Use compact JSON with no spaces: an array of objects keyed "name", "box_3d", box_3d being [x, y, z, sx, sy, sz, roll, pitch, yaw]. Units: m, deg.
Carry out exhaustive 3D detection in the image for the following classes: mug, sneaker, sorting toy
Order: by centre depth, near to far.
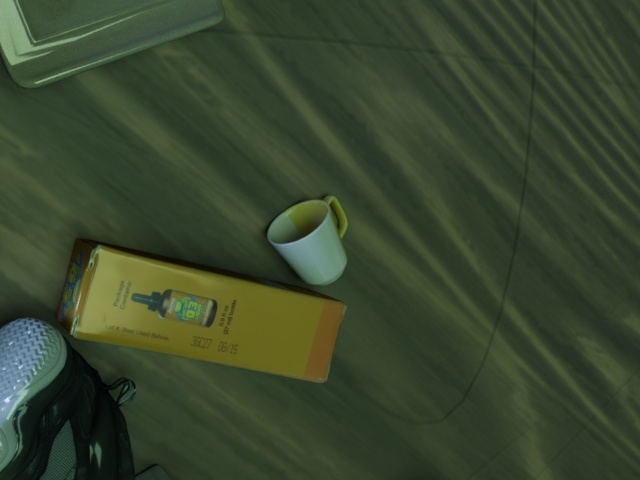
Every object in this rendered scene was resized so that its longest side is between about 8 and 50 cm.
[{"name":"sorting toy","box_3d":[-0.189,-0.234,0.751,0.347,0.047,0.196,-25,103,-22]},{"name":"sneaker","box_3d":[-0.235,0.205,0.752,0.153,0.101,0.269,40,70,-45]},{"name":"mug","box_3d":[0.000,0.002,0.880,0.078,0.062,0.064,-35,121,-9]}]

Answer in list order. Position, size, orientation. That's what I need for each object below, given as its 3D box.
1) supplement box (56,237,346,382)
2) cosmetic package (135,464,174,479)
[{"name":"supplement box","box_3d":[-0.100,0.060,0.833,0.233,0.080,0.078,15,92,-29]},{"name":"cosmetic package","box_3d":[-0.205,0.304,0.824,0.231,0.085,0.117,-29,110,-19]}]
